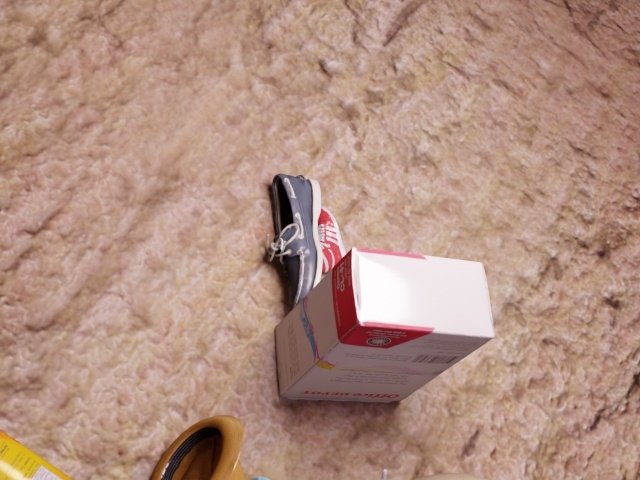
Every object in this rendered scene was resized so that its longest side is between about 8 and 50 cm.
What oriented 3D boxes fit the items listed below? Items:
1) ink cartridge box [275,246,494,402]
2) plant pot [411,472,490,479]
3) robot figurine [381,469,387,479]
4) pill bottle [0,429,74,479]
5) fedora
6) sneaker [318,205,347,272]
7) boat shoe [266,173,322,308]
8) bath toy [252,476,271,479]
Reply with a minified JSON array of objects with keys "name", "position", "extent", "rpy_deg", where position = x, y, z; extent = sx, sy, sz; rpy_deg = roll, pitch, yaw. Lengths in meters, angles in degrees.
[{"name":"ink cartridge box","position":[0.087,0.137,1.716],"extent":[0.226,0.306,0.131],"rpy_deg":[7,63,-24]},{"name":"plant pot","position":[0.233,0.473,1.694],"extent":[0.284,0.191,0.284],"rpy_deg":[12,61,-22]},{"name":"robot figurine","position":[0.088,0.496,1.528],"extent":[0.200,0.300,0.353],"rpy_deg":[6,66,-39]},{"name":"pill bottle","position":[-0.385,0.356,1.478],"extent":[0.246,0.136,0.136],"rpy_deg":[36,56,-6]},{"name":"fedora","position":[-0.161,0.339,1.592],"extent":[0.079,0.194,0.194],"rpy_deg":[48,51,-28]},{"name":"sneaker","position":[0.000,0.000,1.902],"extent":[0.067,0.042,0.118],"rpy_deg":[-12,74,-34]},{"name":"boat shoe","position":[-0.044,-0.001,1.849],"extent":[0.079,0.095,0.254],"rpy_deg":[13,60,-22]},{"name":"bath toy","position":[-0.142,0.495,1.536],"extent":[0.151,0.129,0.348],"rpy_deg":[20,52,19]}]
